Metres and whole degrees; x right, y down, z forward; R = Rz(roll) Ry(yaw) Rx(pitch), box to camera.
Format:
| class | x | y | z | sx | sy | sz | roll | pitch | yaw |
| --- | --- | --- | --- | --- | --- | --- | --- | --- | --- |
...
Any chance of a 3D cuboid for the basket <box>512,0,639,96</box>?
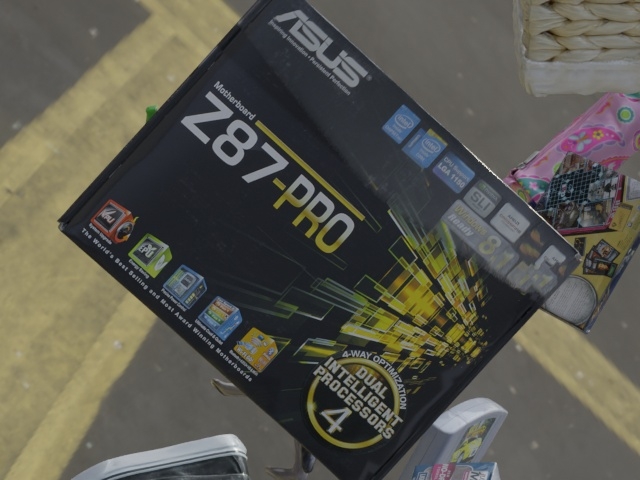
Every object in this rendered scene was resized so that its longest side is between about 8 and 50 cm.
| class | x | y | z | sx | sy | sz | roll | pitch | yaw |
| --- | --- | --- | --- | --- | --- | --- | --- | --- | --- |
| basket | 0.330 | -0.302 | 0.873 | 0.328 | 0.331 | 0.266 | -74 | 163 | -55 |

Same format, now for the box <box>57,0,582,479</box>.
| class | x | y | z | sx | sy | sz | roll | pitch | yaw |
| --- | --- | --- | --- | --- | --- | --- | --- | --- | --- |
| box | 0.000 | 0.000 | 1.027 | 0.395 | 0.318 | 0.097 | 43 | 0 | -3 |

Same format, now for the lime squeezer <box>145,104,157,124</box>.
| class | x | y | z | sx | sy | sz | roll | pitch | yaw |
| --- | --- | --- | --- | --- | --- | --- | --- | --- | --- |
| lime squeezer | -0.267 | -0.099 | 1.778 | 0.059 | 0.110 | 0.310 | -103 | 173 | -49 |

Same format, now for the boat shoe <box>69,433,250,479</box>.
| class | x | y | z | sx | sy | sz | roll | pitch | yaw |
| --- | --- | --- | --- | --- | --- | --- | --- | --- | --- |
| boat shoe | -0.273 | 0.413 | 1.700 | 0.121 | 0.335 | 0.119 | 80 | -11 | -52 |

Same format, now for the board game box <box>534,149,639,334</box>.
| class | x | y | z | sx | sy | sz | roll | pitch | yaw |
| --- | --- | --- | --- | --- | --- | --- | --- | --- | --- |
| board game box | 0.399 | 0.000 | 1.639 | 0.165 | 0.243 | 0.042 | 30 | -2 | 28 |

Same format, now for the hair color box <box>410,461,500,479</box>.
| class | x | y | z | sx | sy | sz | roll | pitch | yaw |
| --- | --- | --- | --- | --- | --- | --- | --- | --- | --- |
| hair color box | 0.176 | 0.451 | 1.234 | 0.174 | 0.105 | 0.347 | -57 | 137 | -61 |

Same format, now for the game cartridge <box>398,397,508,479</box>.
| class | x | y | z | sx | sy | sz | roll | pitch | yaw |
| --- | --- | --- | --- | --- | --- | --- | --- | --- | --- |
| game cartridge | 0.271 | 0.409 | 2.110 | 0.060 | 0.196 | 0.294 | 31 | 17 | 29 |

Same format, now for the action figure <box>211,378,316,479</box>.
| class | x | y | z | sx | sy | sz | roll | pitch | yaw |
| --- | --- | --- | --- | --- | --- | --- | --- | --- | --- |
| action figure | 0.056 | 0.163 | 1.314 | 0.330 | 0.178 | 0.341 | -44 | 121 | -22 |

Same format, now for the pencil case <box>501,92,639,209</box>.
| class | x | y | z | sx | sy | sz | roll | pitch | yaw |
| --- | --- | --- | --- | --- | --- | --- | --- | --- | --- |
| pencil case | 0.443 | -0.148 | 1.782 | 0.124 | 0.284 | 0.124 | 50 | 3 | -4 |
